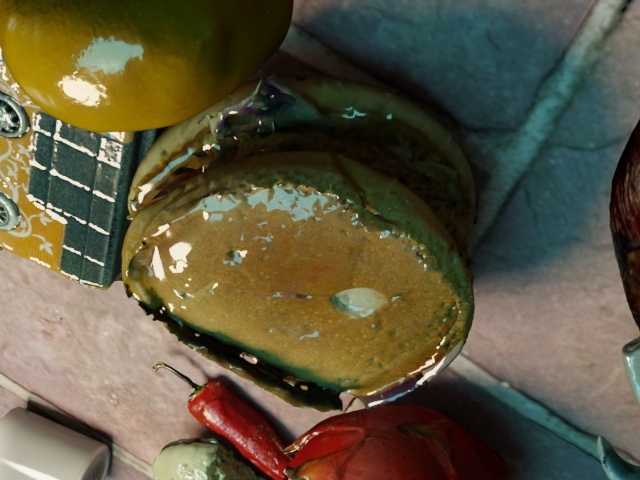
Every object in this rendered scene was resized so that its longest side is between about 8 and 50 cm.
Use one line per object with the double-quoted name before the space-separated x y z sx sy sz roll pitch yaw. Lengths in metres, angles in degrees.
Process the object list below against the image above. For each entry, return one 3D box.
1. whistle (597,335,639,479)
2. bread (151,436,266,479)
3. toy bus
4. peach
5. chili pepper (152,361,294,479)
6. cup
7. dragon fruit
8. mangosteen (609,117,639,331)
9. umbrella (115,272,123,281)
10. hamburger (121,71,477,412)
"whistle" 0.366 0.197 1.298 0.186 0.093 0.274 -31 106 15
"bread" -0.123 0.314 1.664 0.173 0.064 0.232 19 147 -1
"toy bus" -0.230 -0.097 1.361 0.167 0.138 0.275 24 135 8
"peach" -0.148 -0.194 1.161 0.251 0.251 0.153 12 133 21
"chili pepper" -0.083 0.224 1.599 0.268 0.050 0.059 42 118 -8
"cup" -0.337 0.274 1.766 0.133 0.136 0.099 20 99 13
"dragon fruit" 0.079 0.280 1.435 0.252 0.241 0.241 18 134 36
"mangosteen" 0.365 -0.009 1.002 0.330 0.330 0.330 15 131 18
"umbrella" -0.139 0.032 1.481 0.188 0.050 0.046 8 109 25
"hamburger" 0.000 0.000 1.246 0.318 0.195 0.277 36 124 -22
